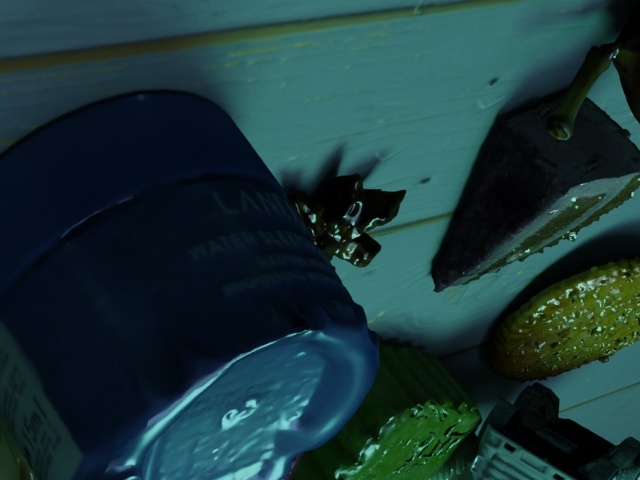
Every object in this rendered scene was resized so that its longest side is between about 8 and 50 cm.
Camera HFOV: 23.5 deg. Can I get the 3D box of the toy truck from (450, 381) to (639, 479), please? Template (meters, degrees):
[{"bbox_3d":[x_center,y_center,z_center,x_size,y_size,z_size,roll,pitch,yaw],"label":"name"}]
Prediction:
[{"bbox_3d":[0.264,0.281,1.770,0.178,0.177,0.363,-62,161,5],"label":"toy truck"}]

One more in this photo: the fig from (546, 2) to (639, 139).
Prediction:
[{"bbox_3d":[0.318,-0.154,1.296,0.250,0.186,0.203,11,109,-3],"label":"fig"}]

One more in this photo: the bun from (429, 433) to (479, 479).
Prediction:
[{"bbox_3d":[0.096,0.297,1.814,0.213,0.126,0.203,-21,129,-41],"label":"bun"}]

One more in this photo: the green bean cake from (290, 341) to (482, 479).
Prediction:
[{"bbox_3d":[0.044,0.208,1.619,0.214,0.113,0.200,-44,152,17],"label":"green bean cake"}]

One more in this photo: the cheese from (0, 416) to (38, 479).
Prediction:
[{"bbox_3d":[-0.309,0.225,1.246,0.214,0.117,0.226,-31,159,-16],"label":"cheese"}]

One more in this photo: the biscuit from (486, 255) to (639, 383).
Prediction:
[{"bbox_3d":[0.308,0.096,1.775,0.254,0.035,0.254,-17,154,-9],"label":"biscuit"}]

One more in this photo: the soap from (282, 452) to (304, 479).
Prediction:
[{"bbox_3d":[-0.101,0.172,1.342,0.250,0.162,0.099,-19,144,-33],"label":"soap"}]

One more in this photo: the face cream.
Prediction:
[{"bbox_3d":[-0.110,0.060,1.063,0.249,0.225,0.249,-28,155,-14],"label":"face cream"}]

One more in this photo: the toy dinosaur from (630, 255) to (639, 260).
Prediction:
[{"bbox_3d":[0.411,0.030,1.818,0.132,0.059,0.096,-33,150,15],"label":"toy dinosaur"}]

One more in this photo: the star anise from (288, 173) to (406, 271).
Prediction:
[{"bbox_3d":[0.000,0.000,1.283,0.168,0.057,0.168,-37,160,-16],"label":"star anise"}]

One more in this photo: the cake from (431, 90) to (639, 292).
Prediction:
[{"bbox_3d":[0.188,-0.035,1.431,0.116,0.112,0.295,-15,160,-24],"label":"cake"}]
